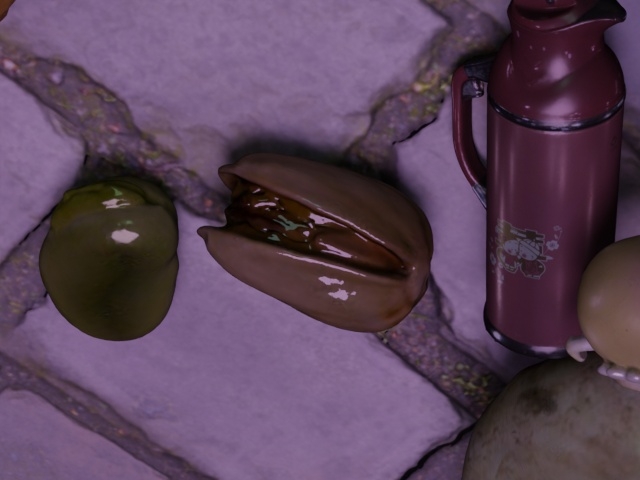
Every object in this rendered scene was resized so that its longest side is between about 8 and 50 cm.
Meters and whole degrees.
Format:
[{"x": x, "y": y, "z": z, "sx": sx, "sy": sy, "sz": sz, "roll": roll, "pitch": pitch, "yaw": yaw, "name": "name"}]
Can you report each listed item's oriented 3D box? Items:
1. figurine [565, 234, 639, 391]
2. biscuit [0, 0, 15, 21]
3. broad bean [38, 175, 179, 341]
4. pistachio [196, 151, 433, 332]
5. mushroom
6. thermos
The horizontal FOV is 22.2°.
[{"x": 0.318, "y": 0.019, "z": 1.157, "sx": 0.274, "sy": 0.227, "sz": 0.394, "roll": 27, "pitch": 155, "yaw": -33, "name": "figurine"}, {"x": -0.388, "y": -0.293, "z": 1.126, "sx": 0.429, "sy": 0.104, "sz": 0.446, "roll": 32, "pitch": 103, "yaw": -19, "name": "biscuit"}, {"x": -0.183, "y": 0.017, "z": 1.429, "sx": 0.124, "sy": 0.082, "sz": 0.174, "roll": 14, "pitch": 126, "yaw": -8, "name": "broad bean"}, {"x": 0.000, "y": 0.000, "z": 1.384, "sx": 0.206, "sy": 0.131, "sz": 0.130, "roll": 22, "pitch": 82, "yaw": -5, "name": "pistachio"}, {"x": 0.292, "y": 0.233, "z": 1.444, "sx": 0.352, "sy": 0.260, "sz": 0.352, "roll": 7, "pitch": 126, "yaw": 10, "name": "mushroom"}, {"x": 0.182, "y": -0.071, "z": 1.325, "sx": 0.109, "sy": 0.136, "sz": 0.330, "roll": -17, "pitch": 129, "yaw": -17, "name": "thermos"}]
